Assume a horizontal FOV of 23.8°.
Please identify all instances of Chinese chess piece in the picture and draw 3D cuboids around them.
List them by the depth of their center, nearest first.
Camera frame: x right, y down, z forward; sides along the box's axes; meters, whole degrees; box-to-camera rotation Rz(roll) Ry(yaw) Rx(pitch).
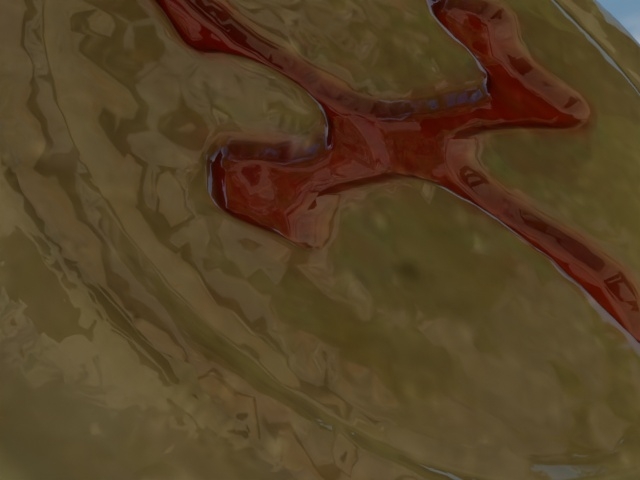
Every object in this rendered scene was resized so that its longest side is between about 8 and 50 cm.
[{"bbox_3d":[0.000,0.000,0.538,0.140,0.338,0.338,-50,-164,42],"label":"Chinese chess piece"}]
